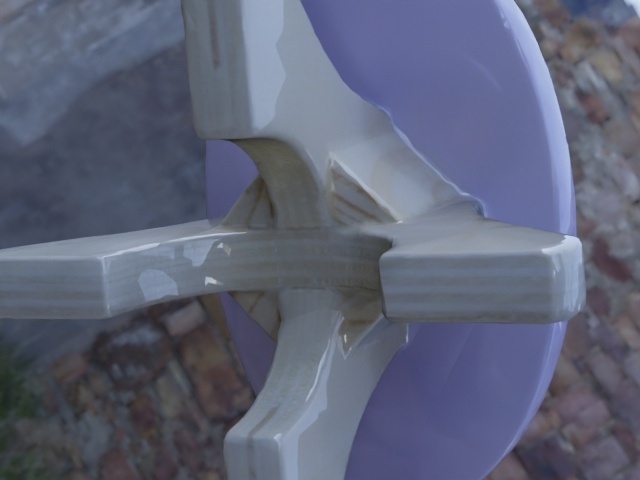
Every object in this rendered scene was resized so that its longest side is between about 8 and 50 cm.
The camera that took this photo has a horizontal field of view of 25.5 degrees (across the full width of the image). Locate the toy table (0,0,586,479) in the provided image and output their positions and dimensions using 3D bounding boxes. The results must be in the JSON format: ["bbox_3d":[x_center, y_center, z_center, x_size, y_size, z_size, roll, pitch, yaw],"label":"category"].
[{"bbox_3d":[0.000,0.000,0.595,0.161,0.252,0.274,-22,98,-63],"label":"toy table"}]
